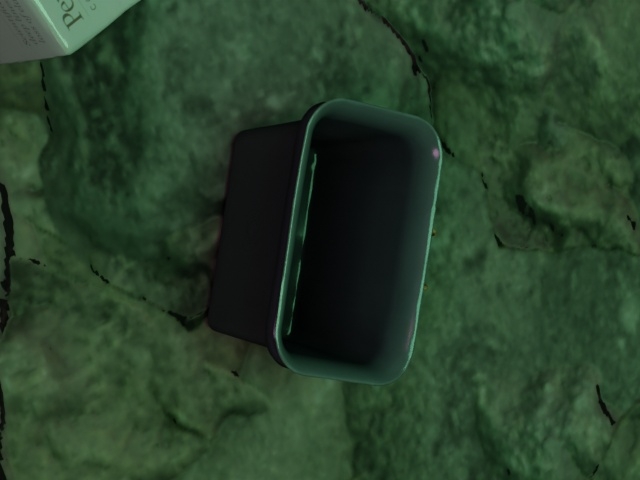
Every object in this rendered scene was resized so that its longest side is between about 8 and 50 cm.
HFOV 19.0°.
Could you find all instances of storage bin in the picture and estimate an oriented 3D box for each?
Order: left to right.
[{"bbox_3d":[0.000,0.000,0.967,0.098,0.091,0.135,11,87,-35],"label":"storage bin"}]

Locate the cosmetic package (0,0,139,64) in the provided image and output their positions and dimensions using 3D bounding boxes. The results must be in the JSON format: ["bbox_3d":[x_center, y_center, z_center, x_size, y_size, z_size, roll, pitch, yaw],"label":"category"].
[{"bbox_3d":[-0.086,-0.194,0.903,0.231,0.085,0.117,-44,115,-26],"label":"cosmetic package"}]
